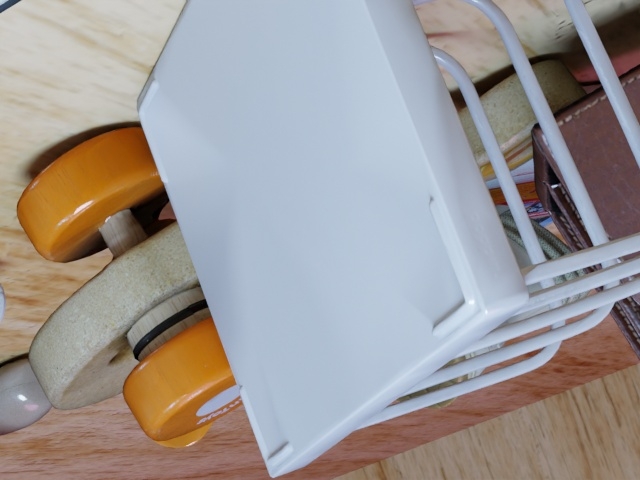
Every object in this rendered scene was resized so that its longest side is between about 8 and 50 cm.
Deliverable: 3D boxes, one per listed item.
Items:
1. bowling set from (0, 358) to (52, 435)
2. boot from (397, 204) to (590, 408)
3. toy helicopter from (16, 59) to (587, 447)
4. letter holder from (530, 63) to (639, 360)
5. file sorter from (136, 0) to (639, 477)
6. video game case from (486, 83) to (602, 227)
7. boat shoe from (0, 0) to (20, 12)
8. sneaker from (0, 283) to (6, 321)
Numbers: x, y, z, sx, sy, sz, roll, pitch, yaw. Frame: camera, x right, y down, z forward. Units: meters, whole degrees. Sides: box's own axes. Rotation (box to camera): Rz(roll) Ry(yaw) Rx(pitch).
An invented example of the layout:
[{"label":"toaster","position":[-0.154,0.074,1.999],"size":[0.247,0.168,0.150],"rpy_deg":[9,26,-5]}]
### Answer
[{"label":"bowling set","position":[-0.307,0.202,1.278],"size":[0.287,0.199,0.154],"rpy_deg":[-1,160,-43]},{"label":"boot","position":[0.048,0.023,1.174],"size":[0.213,0.077,0.165],"rpy_deg":[21,-145,35]},{"label":"toy helicopter","position":[0.000,0.000,1.020],"size":[0.355,0.140,0.235],"rpy_deg":[-28,165,-21]},{"label":"letter holder","position":[0.298,-0.031,0.990],"size":[0.302,0.214,0.152],"rpy_deg":[-30,166,1]},{"label":"file sorter","position":[0.056,-0.043,0.766],"size":[0.173,0.192,0.277],"rpy_deg":[-17,168,-21]},{"label":"video game case","position":[0.142,-0.042,1.267],"size":[0.204,0.025,0.285],"rpy_deg":[-9,164,-39]},{"label":"boat shoe","position":[-0.055,-0.122,0.508],"size":[0.079,0.084,0.233],"rpy_deg":[-4,158,-47]},{"label":"sneaker","position":[-0.257,0.057,1.032],"size":[0.158,0.061,0.065],"rpy_deg":[-11,171,-30]}]
